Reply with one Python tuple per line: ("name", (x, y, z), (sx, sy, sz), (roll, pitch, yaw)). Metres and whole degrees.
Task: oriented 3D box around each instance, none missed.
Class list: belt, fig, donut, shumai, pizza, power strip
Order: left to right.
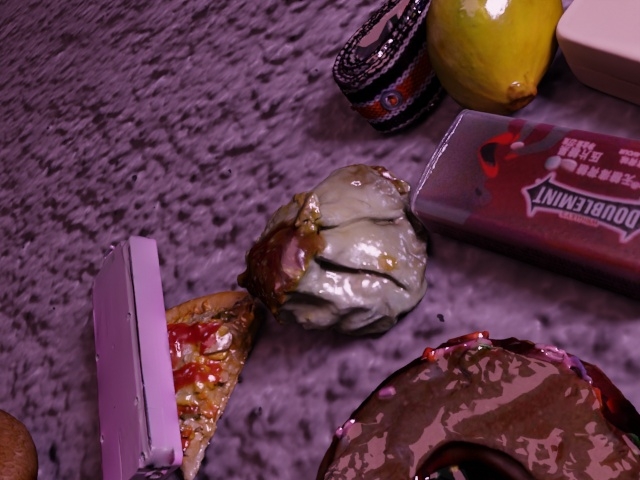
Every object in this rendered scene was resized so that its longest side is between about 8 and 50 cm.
("power strip", (-0.192, 0.123, 0.760), (0.109, 0.037, 0.279), (-46, 45, 36))
("pizza", (-0.143, 0.145, 0.769), (0.188, 0.062, 0.199), (-25, 50, 25))
("shumai", (0.001, -0.006, 0.701), (0.184, 0.142, 0.184), (-18, 55, 28))
("belt", (0.147, -0.278, 0.804), (0.126, 0.094, 0.359), (30, 83, 44))
("donut", (0.112, 0.194, 0.508), (0.270, 0.103, 0.269), (-18, 53, 25))
("fig", (0.164, -0.195, 0.708), (0.121, 0.136, 0.153), (21, 117, 60))

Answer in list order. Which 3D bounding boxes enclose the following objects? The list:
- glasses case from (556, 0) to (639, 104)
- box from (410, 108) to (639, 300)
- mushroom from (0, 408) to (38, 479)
("glasses case", (0.352, -0.148, 0.568), (0.144, 0.076, 0.336), (-50, 44, 0))
("box", (0.195, -0.036, 0.622), (0.224, 0.069, 0.120), (24, 78, 43))
("mushroom", (-0.423, 0.298, 0.828), (0.253, 0.153, 0.253), (-30, 39, 28))
